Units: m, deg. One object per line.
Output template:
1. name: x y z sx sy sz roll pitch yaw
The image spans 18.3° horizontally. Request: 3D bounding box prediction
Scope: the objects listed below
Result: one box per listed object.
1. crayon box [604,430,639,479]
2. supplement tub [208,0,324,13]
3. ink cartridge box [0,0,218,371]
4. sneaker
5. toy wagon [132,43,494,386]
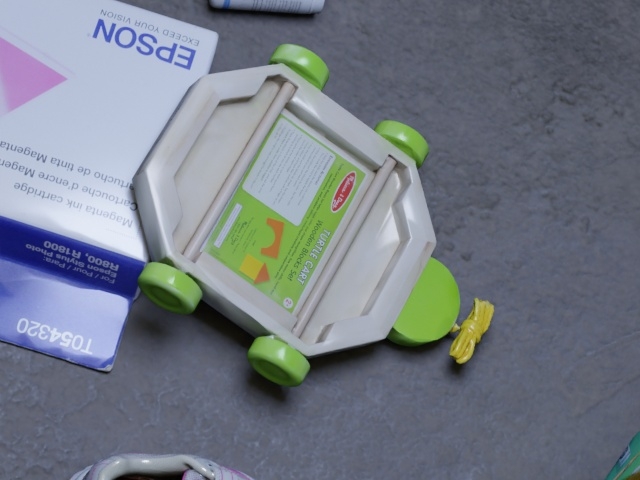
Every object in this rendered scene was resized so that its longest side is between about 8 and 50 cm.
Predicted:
1. crayon box: 0.354 0.214 1.689 0.165 0.278 0.081 37 71 3
2. supplement tub: -0.051 -0.252 1.883 0.107 0.071 0.071 3 71 -10
3. ink cartridge box: -0.290 -0.085 1.786 0.324 0.071 0.330 17 68 -5
4. sneaker: -0.094 0.240 1.687 0.252 0.111 0.103 9 70 -7
5. toy wagon: 0.000 0.000 1.787 0.344 0.068 0.267 36 66 -14
